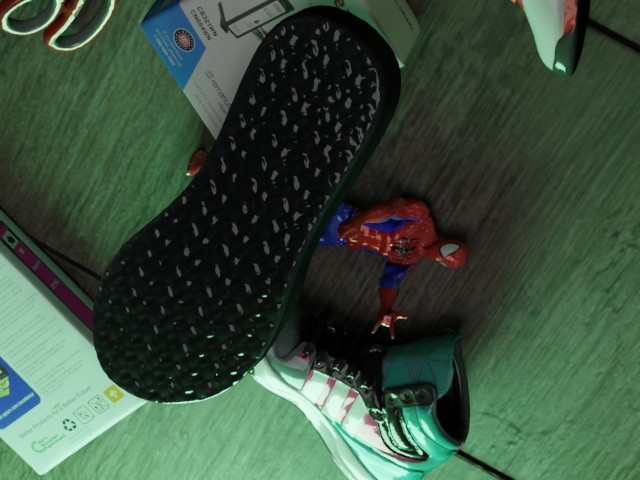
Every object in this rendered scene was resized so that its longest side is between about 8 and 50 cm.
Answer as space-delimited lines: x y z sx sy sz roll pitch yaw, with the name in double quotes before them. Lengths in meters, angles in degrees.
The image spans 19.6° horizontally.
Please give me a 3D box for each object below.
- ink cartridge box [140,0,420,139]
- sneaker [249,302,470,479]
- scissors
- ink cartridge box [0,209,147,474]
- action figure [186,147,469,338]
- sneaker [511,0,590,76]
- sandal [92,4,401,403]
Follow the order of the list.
"ink cartridge box" -0.035 -0.194 1.681 0.203 0.086 0.148 -24 111 26
"sneaker" 0.049 0.120 1.814 0.178 0.124 0.295 -26 118 31
"scissors" -0.193 -0.268 1.663 0.109 0.021 0.297 9 141 -35
"ink cartridge box" -0.354 0.068 1.923 0.176 0.069 0.371 -35 108 29
"action figure" 0.000 0.000 1.758 0.280 0.139 0.091 12 122 4
"sneaker" 0.155 -0.273 1.589 0.145 0.090 0.270 2 116 14
"sandal" -0.056 -0.018 1.685 0.167 0.107 0.446 42 119 9
